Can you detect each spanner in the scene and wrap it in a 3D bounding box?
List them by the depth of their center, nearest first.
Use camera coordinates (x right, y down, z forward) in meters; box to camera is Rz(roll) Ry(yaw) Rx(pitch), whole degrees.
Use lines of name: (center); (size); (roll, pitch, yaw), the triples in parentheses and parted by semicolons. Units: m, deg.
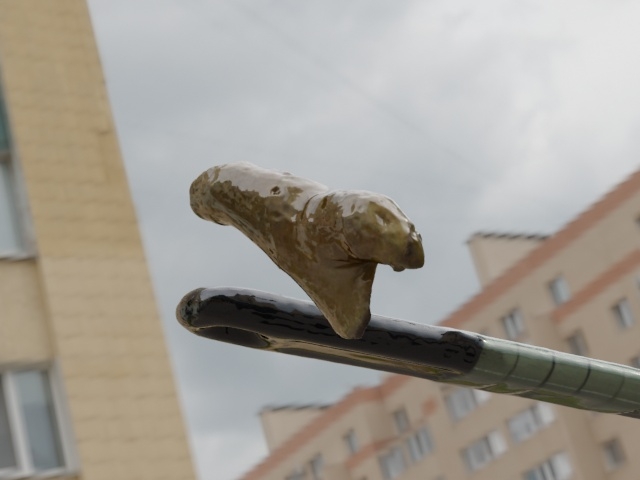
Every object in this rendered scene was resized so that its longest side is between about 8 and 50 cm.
spanner: (0.102, 0.057, 0.567); (0.315, 0.024, 0.087); (12, -17, -12)

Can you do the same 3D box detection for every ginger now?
ginger: (0.001, 0.000, 0.467); (0.030, 0.048, 0.097); (-35, 31, -31)
